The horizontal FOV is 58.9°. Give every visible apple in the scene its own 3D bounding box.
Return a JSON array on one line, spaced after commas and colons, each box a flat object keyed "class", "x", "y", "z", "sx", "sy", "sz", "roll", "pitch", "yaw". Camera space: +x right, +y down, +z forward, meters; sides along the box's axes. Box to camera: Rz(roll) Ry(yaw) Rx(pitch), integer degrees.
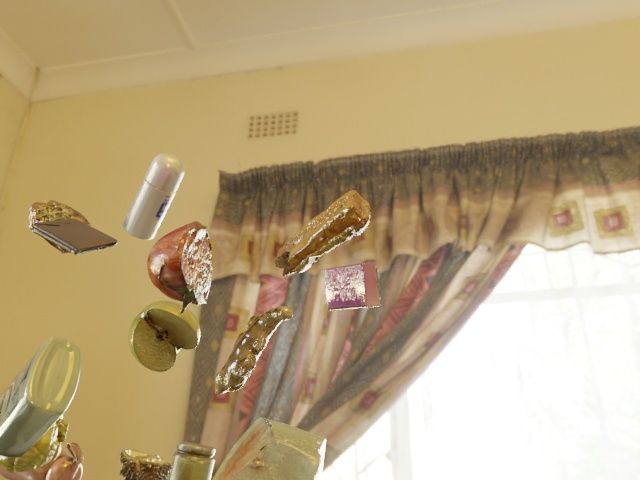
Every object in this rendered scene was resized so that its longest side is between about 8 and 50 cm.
[{"class": "apple", "x": -0.677, "y": 0.393, "z": 2.443, "sx": 0.258, "sy": 0.295, "sz": 0.233, "roll": 48, "pitch": -4, "yaw": -21}]

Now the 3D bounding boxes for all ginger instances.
[{"class": "ginger", "x": -0.209, "y": 0.309, "z": 1.624, "sx": 0.080, "sy": 0.333, "sz": 0.166, "roll": 30, "pitch": 0, "yaw": -31}]

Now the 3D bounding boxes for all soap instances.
[{"class": "soap", "x": 0.128, "y": 0.191, "z": 2.320, "sx": 0.081, "sy": 0.181, "sz": 0.259, "roll": 2, "pitch": -8, "yaw": -37}]

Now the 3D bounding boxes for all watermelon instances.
[{"class": "watermelon", "x": -0.092, "y": 0.529, "z": 1.264, "sx": 0.228, "sy": 0.387, "sz": 0.258, "roll": 48, "pitch": -49, "yaw": 2}]

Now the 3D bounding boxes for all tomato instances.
[{"class": "tomato", "x": -0.467, "y": 0.070, "z": 1.845, "sx": 0.170, "sy": 0.309, "sz": 0.309, "roll": -2, "pitch": -26, "yaw": 3}]

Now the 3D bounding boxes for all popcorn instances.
[{"class": "popcorn", "x": -0.970, "y": 0.652, "z": 1.910, "sx": 0.259, "sy": 0.259, "sz": 0.212, "roll": -11, "pitch": -32, "yaw": 21}]

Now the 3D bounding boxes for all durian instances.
[{"class": "durian", "x": -0.446, "y": 0.596, "z": 1.455, "sx": 0.148, "sy": 0.091, "sz": 0.188, "roll": 7, "pitch": -15, "yaw": 21}]

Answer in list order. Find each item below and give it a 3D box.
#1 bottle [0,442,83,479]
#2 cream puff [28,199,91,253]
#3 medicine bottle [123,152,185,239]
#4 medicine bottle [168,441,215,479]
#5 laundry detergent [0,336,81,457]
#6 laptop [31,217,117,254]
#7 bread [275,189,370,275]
[{"class": "bottle", "x": -1.054, "y": 0.847, "z": 2.165, "sx": 0.297, "sy": 0.206, "sz": 0.173, "roll": 12, "pitch": -16, "yaw": 22}, {"class": "cream puff", "x": -1.002, "y": -0.050, "z": 2.206, "sx": 0.269, "sy": 0.155, "sz": 0.241, "roll": 12, "pitch": -30, "yaw": 44}, {"class": "medicine bottle", "x": -0.626, "y": -0.174, "z": 2.156, "sx": 0.130, "sy": 0.130, "sz": 0.341, "roll": 18, "pitch": -68, "yaw": -33}, {"class": "medicine bottle", "x": -0.479, "y": 0.895, "z": 2.018, "sx": 0.151, "sy": 0.322, "sz": 0.151, "roll": 10, "pitch": -18, "yaw": 3}, {"class": "laundry detergent", "x": -0.630, "y": 0.355, "z": 1.210, "sx": 0.105, "sy": 0.215, "sz": 0.280, "roll": 32, "pitch": -62, "yaw": -29}, {"class": "laptop", "x": -0.730, "y": -0.014, "z": 1.690, "sx": 0.207, "sy": 0.026, "sz": 0.154, "roll": 23, "pitch": 20, "yaw": 25}, {"class": "bread", "x": 0.000, "y": 0.000, "z": 1.828, "sx": 0.380, "sy": 0.185, "sz": 0.109, "roll": -38, "pitch": -69, "yaw": 24}]
